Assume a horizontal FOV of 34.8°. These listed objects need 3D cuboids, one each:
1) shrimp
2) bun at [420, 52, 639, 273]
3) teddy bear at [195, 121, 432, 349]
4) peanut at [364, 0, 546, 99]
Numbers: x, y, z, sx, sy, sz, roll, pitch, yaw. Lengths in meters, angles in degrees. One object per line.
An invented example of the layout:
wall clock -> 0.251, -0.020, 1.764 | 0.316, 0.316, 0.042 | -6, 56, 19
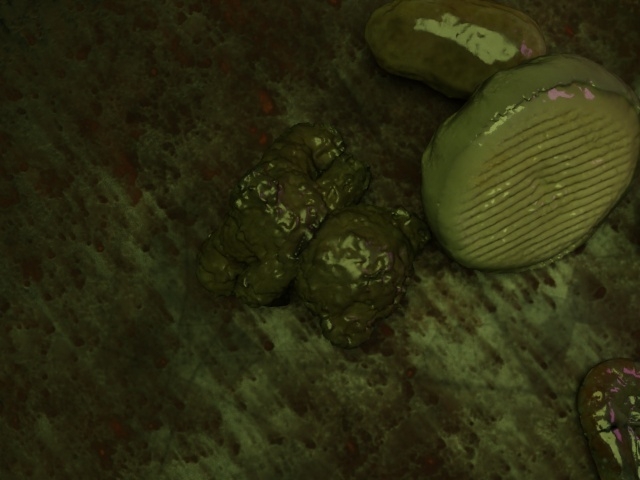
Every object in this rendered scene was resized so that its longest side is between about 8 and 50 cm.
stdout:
shrimp -> 0.389, 0.251, 1.237 | 0.126, 0.047, 0.223 | -15, 81, -6
bun -> 0.236, -0.097, 1.207 | 0.287, 0.287, 0.146 | -37, 42, 1
teddy bear -> 0.000, 0.000, 1.249 | 0.256, 0.156, 0.267 | 34, 87, 7
peanut -> 0.167, -0.244, 1.269 | 0.224, 0.129, 0.129 | 19, 86, 10
